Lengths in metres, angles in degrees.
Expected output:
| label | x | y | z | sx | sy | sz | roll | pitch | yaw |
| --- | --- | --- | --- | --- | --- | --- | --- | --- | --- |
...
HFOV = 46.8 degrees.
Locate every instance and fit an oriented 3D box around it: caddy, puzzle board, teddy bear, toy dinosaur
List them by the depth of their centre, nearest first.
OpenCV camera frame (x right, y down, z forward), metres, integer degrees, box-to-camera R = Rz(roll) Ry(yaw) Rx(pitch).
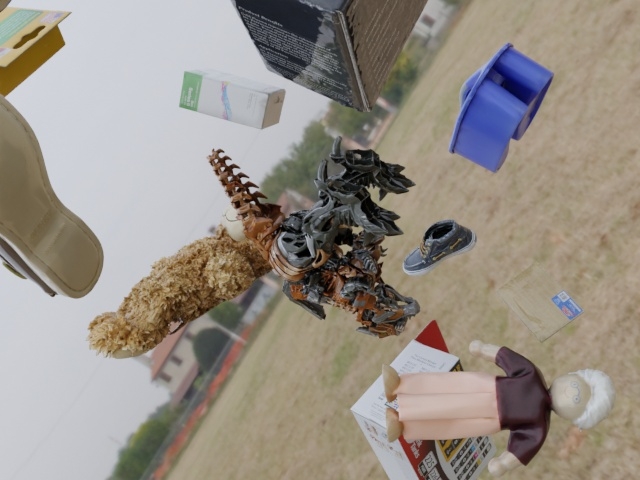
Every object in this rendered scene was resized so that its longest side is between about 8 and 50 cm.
| label | x | y | z | sx | sy | sz | roll | pitch | yaw |
| --- | --- | --- | --- | --- | --- | --- | --- | --- | --- |
| toy dinosaur | 0.000 | 0.000 | 0.928 | 0.218 | 0.322 | 0.164 | -46 | 33 | 32 |
| teddy bear | -0.181 | 0.050 | 1.030 | 0.338 | 0.113 | 0.245 | -32 | 6 | -2 |
| puzzle board | 0.395 | 0.111 | 1.336 | 0.096 | 0.128 | 0.011 | -35 | -32 | -3 |
| caddy | 0.417 | -0.322 | 1.795 | 0.241 | 0.179 | 0.341 | -52 | -14 | -16 |

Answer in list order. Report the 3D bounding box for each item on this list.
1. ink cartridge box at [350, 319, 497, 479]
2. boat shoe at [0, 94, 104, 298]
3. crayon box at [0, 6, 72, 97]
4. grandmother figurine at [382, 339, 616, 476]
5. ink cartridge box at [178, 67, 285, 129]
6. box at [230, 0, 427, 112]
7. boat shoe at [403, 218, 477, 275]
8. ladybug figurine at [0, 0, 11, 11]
| label | x | y | z | sx | sy | sz | roll | pitch | yaw |
| --- | --- | --- | --- | --- | --- | --- | --- | --- | --- |
| ink cartridge box | 0.240 | 0.365 | 1.514 | 0.130 | 0.309 | 0.272 | 18 | 55 | 46 |
| boat shoe | -0.367 | -0.052 | 0.858 | 0.324 | 0.097 | 0.116 | 70 | -142 | -48 |
| crayon box | -0.656 | -0.374 | 1.447 | 0.083 | 0.323 | 0.203 | 78 | -149 | -43 |
| grandmother figurine | 0.272 | 0.252 | 1.131 | 0.104 | 0.343 | 0.207 | 46 | -142 | -74 |
| ink cartridge box | -0.206 | -0.339 | 1.758 | 0.154 | 0.213 | 0.093 | -52 | -24 | -70 |
| box | 0.059 | -0.604 | 1.552 | 0.479 | 0.297 | 0.472 | -62 | -13 | -7 |
| boat shoe | 0.232 | 0.011 | 1.559 | 0.183 | 0.083 | 0.065 | -30 | 47 | 33 |
| ladybug figurine | -0.551 | -0.540 | 1.034 | 0.162 | 0.449 | 0.305 | -7 | 22 | 34 |
